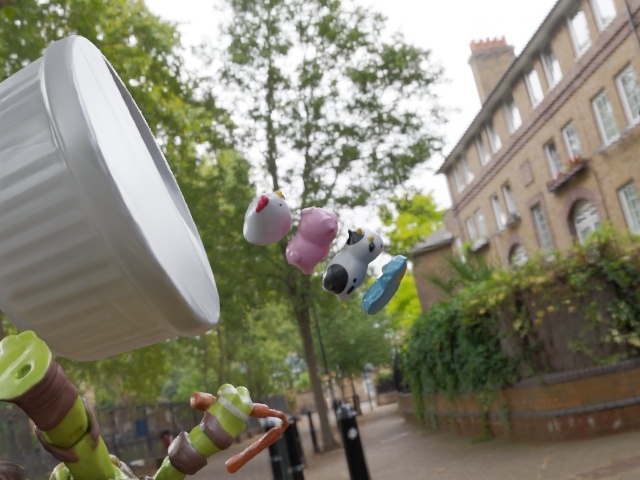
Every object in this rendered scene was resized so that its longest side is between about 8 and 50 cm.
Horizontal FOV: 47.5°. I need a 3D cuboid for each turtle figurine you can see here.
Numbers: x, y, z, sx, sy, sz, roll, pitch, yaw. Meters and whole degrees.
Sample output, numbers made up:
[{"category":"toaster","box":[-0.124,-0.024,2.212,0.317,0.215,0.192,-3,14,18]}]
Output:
[{"category":"turtle figurine","box":[-0.154,0.168,0.447,0.269,0.087,0.217,-35,-48,-2]}]

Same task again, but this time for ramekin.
[{"category":"ramekin","box":[-0.197,-0.023,0.617,0.127,0.273,0.273,-24,-13,0]}]

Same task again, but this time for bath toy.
[{"category":"bath toy","box":[0.000,0.000,1.440,0.151,0.348,0.129,-53,-18,-25]}]

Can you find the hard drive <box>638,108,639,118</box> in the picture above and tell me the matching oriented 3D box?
[{"category":"hard drive","box":[0.546,-0.114,1.005,0.210,0.040,0.319,-41,-52,-11]}]
